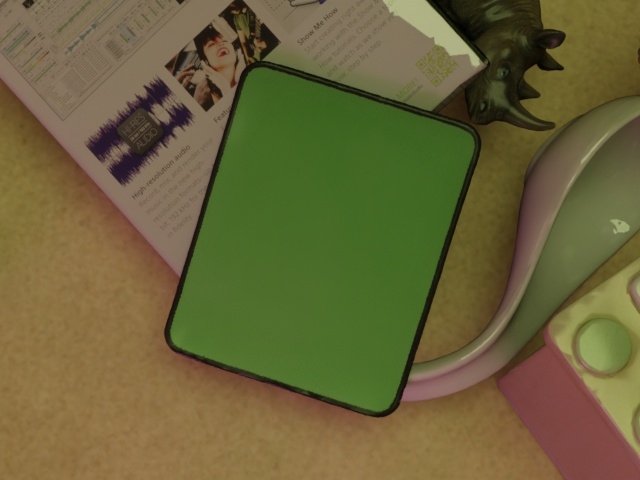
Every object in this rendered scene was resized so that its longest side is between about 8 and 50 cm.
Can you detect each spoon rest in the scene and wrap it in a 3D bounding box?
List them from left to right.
[{"bbox_3d":[0.132,0.010,1.128,0.276,0.137,0.084,-38,60,-4],"label":"spoon rest"}]

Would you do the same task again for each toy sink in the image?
[{"bbox_3d":[0.216,0.070,1.060,0.153,0.234,0.131,-35,83,-11],"label":"toy sink"}]

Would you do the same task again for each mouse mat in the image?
[{"bbox_3d":[0.000,0.000,1.081,0.153,0.007,0.189,18,98,4],"label":"mouse mat"}]

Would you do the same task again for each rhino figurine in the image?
[{"bbox_3d":[0.082,-0.165,1.163,0.106,0.073,0.243,-30,68,-11],"label":"rhino figurine"}]

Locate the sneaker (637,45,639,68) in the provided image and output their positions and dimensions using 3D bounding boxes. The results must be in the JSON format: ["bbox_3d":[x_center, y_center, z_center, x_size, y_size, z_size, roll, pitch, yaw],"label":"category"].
[{"bbox_3d":[0.352,-0.098,1.110,0.282,0.153,0.099,22,42,-26],"label":"sneaker"}]

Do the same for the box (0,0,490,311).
[{"bbox_3d":[-0.086,-0.150,1.109,0.232,0.058,0.322,-42,90,8],"label":"box"}]
